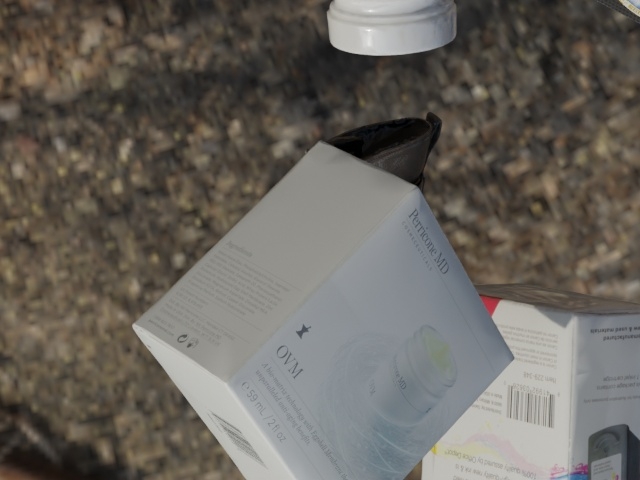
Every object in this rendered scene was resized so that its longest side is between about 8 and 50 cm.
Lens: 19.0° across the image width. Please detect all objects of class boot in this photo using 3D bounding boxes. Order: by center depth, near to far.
[{"bbox_3d":[0.000,0.000,1.818,0.263,0.091,0.229,-27,139,-25],"label":"boot"}]

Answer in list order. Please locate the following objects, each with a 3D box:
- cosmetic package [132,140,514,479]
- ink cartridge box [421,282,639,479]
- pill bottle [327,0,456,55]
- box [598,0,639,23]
[{"bbox_3d":[0.009,0.083,1.573,0.224,0.138,0.224,-47,132,-16],"label":"cosmetic package"},{"bbox_3d":[0.210,0.203,1.857,0.131,0.226,0.306,-3,97,-34],"label":"ink cartridge box"},{"bbox_3d":[0.044,-0.266,1.321,0.146,0.146,0.264,-8,113,-12],"label":"pill bottle"},{"bbox_3d":[0.295,-0.174,1.175,0.060,0.270,0.216,-52,163,-23],"label":"box"}]
